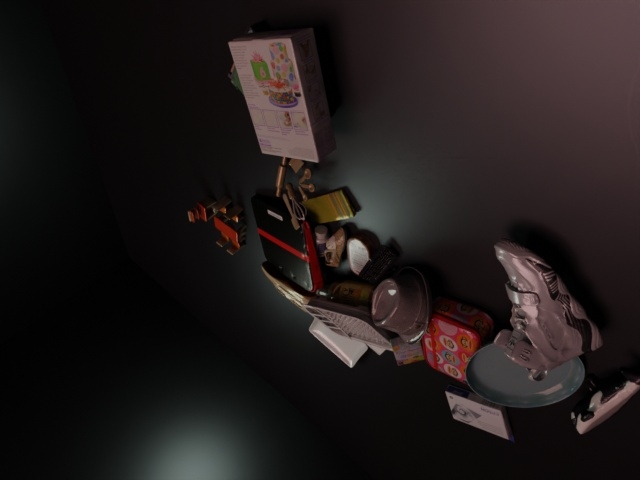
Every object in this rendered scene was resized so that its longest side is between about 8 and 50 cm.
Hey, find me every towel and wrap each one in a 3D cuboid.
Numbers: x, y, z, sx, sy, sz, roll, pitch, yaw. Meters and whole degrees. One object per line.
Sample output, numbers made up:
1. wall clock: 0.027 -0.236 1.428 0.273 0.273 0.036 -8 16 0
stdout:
1. towel: 0.026 -0.116 1.525 0.237 0.021 0.102 -8 112 53

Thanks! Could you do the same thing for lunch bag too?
1. lunch bag: 0.434 0.325 1.428 0.258 0.120 0.293 20 138 42

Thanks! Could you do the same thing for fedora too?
1. fedora: 0.247 0.214 1.412 0.275 0.124 0.244 116 149 -49

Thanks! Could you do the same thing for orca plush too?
1. orca plush: 0.748 0.408 1.166 0.287 0.151 0.102 84 164 -45

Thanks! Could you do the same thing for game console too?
1. game console: -0.136 0.011 1.745 0.386 0.060 0.342 27 135 46

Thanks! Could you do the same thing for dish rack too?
1. dish rack: 0.120 0.304 1.632 0.333 0.072 0.285 7 150 45

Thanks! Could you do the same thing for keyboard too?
1. keyboard: 0.206 0.099 1.487 0.100 0.038 0.192 27 137 -2

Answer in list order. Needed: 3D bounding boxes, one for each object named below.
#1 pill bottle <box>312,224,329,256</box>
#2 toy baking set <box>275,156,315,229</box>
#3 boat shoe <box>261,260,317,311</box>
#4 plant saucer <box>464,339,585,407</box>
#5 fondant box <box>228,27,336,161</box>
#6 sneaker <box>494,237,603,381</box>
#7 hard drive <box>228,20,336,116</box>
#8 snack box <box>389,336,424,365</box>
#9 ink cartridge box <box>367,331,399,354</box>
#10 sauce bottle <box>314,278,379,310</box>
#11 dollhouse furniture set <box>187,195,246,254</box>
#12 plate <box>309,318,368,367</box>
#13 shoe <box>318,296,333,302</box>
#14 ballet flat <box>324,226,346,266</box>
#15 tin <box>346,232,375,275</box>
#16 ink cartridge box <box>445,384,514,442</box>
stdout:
1. pill bottle: 0.000 0.000 1.625 0.067 0.067 0.120 32 144 23
2. toy baking set: -0.097 -0.174 1.506 0.197 0.030 0.256 45 131 36
3. boat shoe: -0.146 0.198 1.900 0.341 0.121 0.110 35 133 39
4. plant saucer: 0.587 0.378 1.263 0.317 0.044 0.318 7 127 9
5. fondant box: -0.099 -0.396 1.198 0.238 0.096 0.330 18 137 38
6. sneaker: 0.512 0.180 1.077 0.366 0.210 0.137 49 -175 -6
7. hard drive: -0.126 -0.448 1.317 0.339 0.064 0.237 49 147 -2
8. snack box: 0.310 0.388 1.537 0.100 0.037 0.141 -17 134 7
9. ink cartridge box: 0.218 0.358 1.763 0.189 0.066 0.232 40 154 12
10. sauce bottle: 0.114 0.208 1.669 0.344 0.111 0.111 3 126 47
11. dollhouse furniture set: -0.478 -0.081 2.022 0.259 0.135 0.262 34 144 20
12. plate: 0.085 0.439 1.995 0.278 0.045 0.277 39 145 14
13. shoe: 0.043 0.292 1.871 0.219 0.076 0.058 40 150 26
14. ballet flat: 0.050 0.031 1.587 0.206 0.067 0.073 97 165 -47
15. tin: 0.144 0.057 1.550 0.106 0.040 0.190 27 141 36
16. ink cartridge box: 0.603 0.668 1.639 0.223 0.045 0.224 5 128 46
